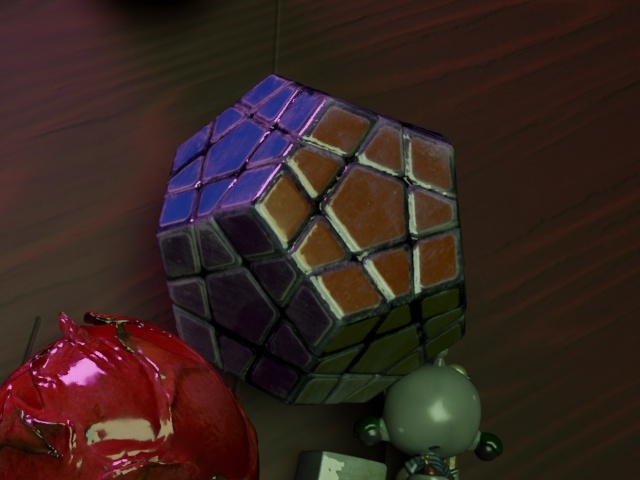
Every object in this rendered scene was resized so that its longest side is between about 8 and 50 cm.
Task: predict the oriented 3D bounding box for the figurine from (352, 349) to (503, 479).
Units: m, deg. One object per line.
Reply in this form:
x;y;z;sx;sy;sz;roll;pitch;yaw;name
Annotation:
0.103;0.200;0.894;0.147;0.093;0.197;8;73;-2;figurine

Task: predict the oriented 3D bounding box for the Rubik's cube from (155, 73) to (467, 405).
0.000;0.000;0.876;0.264;0.319;0.319;47;65;-32;Rubik's cube

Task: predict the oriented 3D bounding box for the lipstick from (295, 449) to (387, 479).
-0.010;0.393;0.886;0.076;0.080;0.371;16;73;-15;lipstick

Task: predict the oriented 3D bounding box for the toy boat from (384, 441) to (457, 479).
0.107;0.243;0.973;0.072;0.064;0.206;15;73;-34;toy boat

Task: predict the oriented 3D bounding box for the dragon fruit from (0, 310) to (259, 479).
-0.171;0.191;0.797;0.241;0.241;0.252;-32;71;-23;dragon fruit
